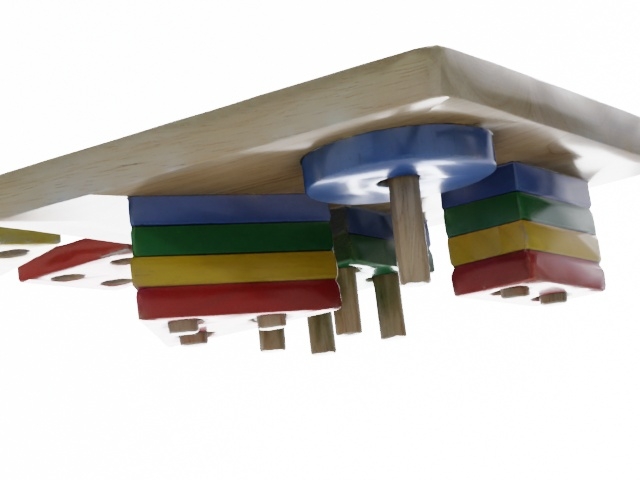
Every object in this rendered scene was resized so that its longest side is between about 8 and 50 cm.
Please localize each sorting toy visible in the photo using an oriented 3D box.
[{"bbox_3d":[0.000,0.000,0.479,0.274,0.132,0.046,-14,-102,31],"label":"sorting toy"}]
